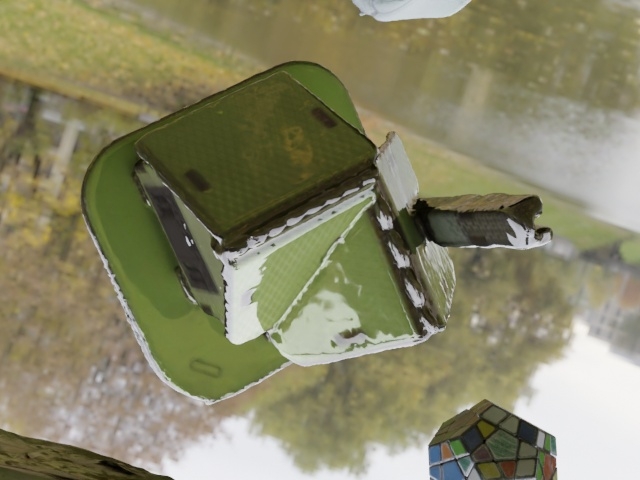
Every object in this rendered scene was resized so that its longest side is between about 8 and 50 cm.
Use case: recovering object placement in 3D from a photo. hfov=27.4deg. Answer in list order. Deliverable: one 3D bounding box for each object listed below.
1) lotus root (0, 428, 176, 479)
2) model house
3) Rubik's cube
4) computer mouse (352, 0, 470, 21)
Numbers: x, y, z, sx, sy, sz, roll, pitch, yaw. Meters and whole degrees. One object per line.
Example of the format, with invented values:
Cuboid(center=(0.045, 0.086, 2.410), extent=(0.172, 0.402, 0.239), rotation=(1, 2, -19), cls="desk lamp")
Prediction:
Cuboid(center=(-0.196, 0.247, 0.594), extent=(0.250, 0.346, 0.250), rotation=(22, 176, 2), cls="lotus root")
Cuboid(center=(0.000, 0.000, 0.823), extent=(0.218, 0.205, 0.278), rotation=(-29, -166, -19), cls="model house")
Cuboid(center=(0.139, 0.182, 1.060), extent=(0.111, 0.093, 0.111), rotation=(29, 180, 0), cls="Rubik's cube")
Cuboid(center=(0.084, -0.221, 0.877), extent=(0.113, 0.229, 0.068), rotation=(19, -139, -20), cls="computer mouse")
